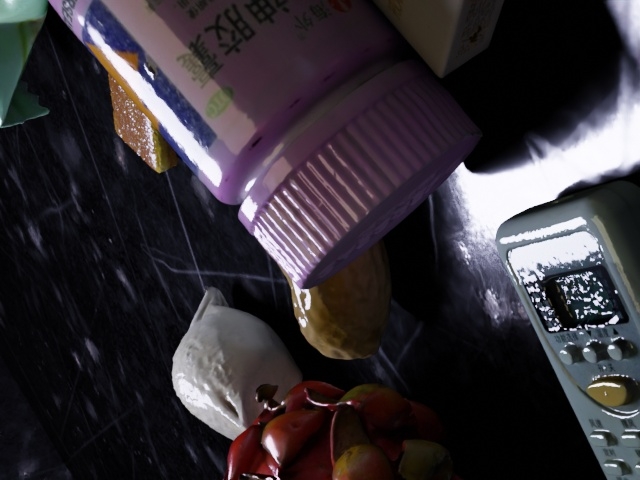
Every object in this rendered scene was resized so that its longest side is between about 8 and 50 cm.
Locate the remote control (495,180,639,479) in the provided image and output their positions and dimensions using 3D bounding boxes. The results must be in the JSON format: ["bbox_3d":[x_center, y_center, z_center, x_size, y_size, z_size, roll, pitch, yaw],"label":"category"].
[{"bbox_3d":[0.213,0.109,0.853,0.296,0.056,0.140,65,158,-3],"label":"remote control"}]

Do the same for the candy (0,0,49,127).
[{"bbox_3d":[-0.380,-0.339,1.496,0.263,0.172,0.398,46,133,16],"label":"candy"}]

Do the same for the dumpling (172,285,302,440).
[{"bbox_3d":[-0.080,0.160,1.418,0.216,0.126,0.166,29,156,46],"label":"dumpling"}]

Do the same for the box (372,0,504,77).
[{"bbox_3d":[-0.008,-0.290,0.829,0.365,0.051,0.204,51,164,15],"label":"box"}]

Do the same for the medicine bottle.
[{"bbox_3d":[-0.042,-0.126,0.934,0.290,0.178,0.178,50,154,8],"label":"medicine bottle"}]

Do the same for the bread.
[{"bbox_3d":[-0.191,-0.134,1.433,0.090,0.035,0.094,44,149,35],"label":"bread"}]

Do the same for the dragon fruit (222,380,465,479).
[{"bbox_3d":[0.019,0.235,1.143,0.243,0.227,0.307,2,162,21],"label":"dragon fruit"}]

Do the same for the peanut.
[{"bbox_3d":[0.000,0.000,1.117,0.108,0.095,0.226,3,120,48],"label":"peanut"}]
